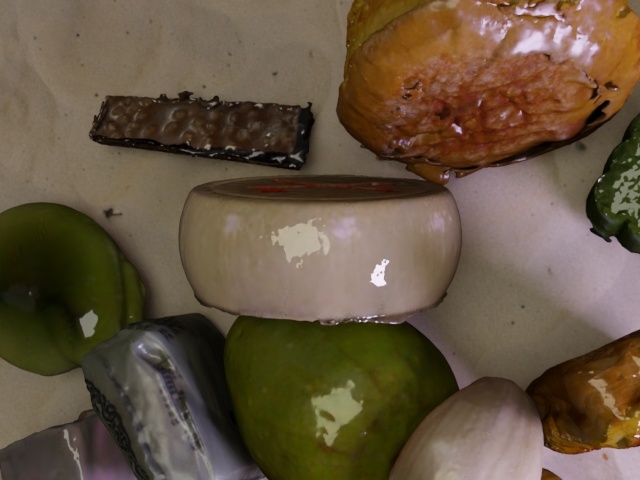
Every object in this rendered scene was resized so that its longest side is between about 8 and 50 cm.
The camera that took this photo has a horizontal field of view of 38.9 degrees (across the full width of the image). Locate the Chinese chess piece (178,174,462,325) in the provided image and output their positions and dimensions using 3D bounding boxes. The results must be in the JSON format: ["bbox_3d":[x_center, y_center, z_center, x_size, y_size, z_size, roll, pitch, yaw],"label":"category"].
[{"bbox_3d":[0.000,0.000,1.091,0.338,0.338,0.140,3,99,14],"label":"Chinese chess piece"}]

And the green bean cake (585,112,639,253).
[{"bbox_3d":[0.473,-0.070,1.070,0.250,0.156,0.247,32,92,14],"label":"green bean cake"}]

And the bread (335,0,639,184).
[{"bbox_3d":[0.190,-0.220,1.068,0.337,0.358,0.204,4,65,-9],"label":"bread"}]

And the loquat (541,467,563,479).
[{"bbox_3d":[0.224,0.367,1.074,0.208,0.208,0.208,-1,85,14],"label":"loquat"}]

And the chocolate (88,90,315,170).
[{"bbox_3d":[-0.166,-0.154,1.288,0.329,0.065,0.102,7,68,13],"label":"chocolate"}]

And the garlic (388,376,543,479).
[{"bbox_3d":[0.161,0.248,0.990,0.145,0.164,0.245,32,71,8],"label":"garlic"}]

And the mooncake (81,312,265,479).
[{"bbox_3d":[-0.183,0.221,1.162,0.136,0.254,0.250,-33,75,11],"label":"mooncake"}]

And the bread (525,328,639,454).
[{"bbox_3d":[0.328,0.158,0.969,0.185,0.380,0.109,-23,75,1],"label":"bread"}]

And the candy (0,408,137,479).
[{"bbox_3d":[-0.323,0.329,1.230,0.185,0.137,0.195,-23,80,29],"label":"candy"}]

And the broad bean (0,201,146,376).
[{"bbox_3d":[-0.381,0.075,1.290,0.291,0.119,0.238,35,94,15],"label":"broad bean"}]

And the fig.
[{"bbox_3d":[0.007,0.189,1.125,0.326,0.258,0.258,29,93,38],"label":"fig"}]
